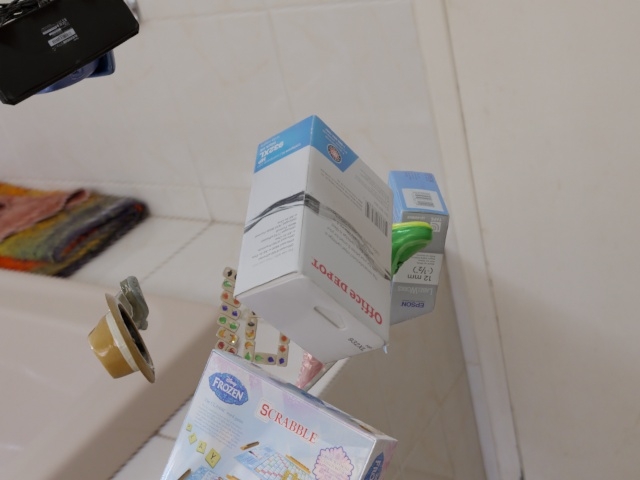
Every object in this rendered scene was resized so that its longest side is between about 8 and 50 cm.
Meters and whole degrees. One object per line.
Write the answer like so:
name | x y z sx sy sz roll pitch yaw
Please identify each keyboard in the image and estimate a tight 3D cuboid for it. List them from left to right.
keyboard | -0.290 -0.223 0.914 0.038 0.100 0.192 -12 24 49

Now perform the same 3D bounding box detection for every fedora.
fedora | -0.370 0.190 1.556 0.079 0.194 0.194 -28 29 -7

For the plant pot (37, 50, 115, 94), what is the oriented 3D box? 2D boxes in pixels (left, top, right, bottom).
plant pot | -0.510 -0.382 1.529 0.236 0.236 0.212 0 16 29

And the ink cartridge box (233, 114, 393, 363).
ink cartridge box | 0.000 0.000 1.321 0.129 0.223 0.307 -22 44 31

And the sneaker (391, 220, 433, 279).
sneaker | 0.103 0.069 1.667 0.295 0.109 0.123 -35 66 5

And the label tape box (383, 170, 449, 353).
label tape box | 0.197 0.046 1.932 0.115 0.348 0.249 3 24 -3

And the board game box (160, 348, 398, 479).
board game box | -0.087 0.361 1.213 0.318 0.318 0.066 22 -1 36

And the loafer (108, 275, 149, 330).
loafer | -0.485 0.174 2.151 0.087 0.251 0.094 -18 64 -18

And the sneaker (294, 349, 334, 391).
sneaker | -0.020 0.216 1.510 0.134 0.070 0.051 -46 -6 -6

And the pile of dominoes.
pile of dominoes | -0.170 0.190 2.201 0.196 0.251 0.040 5 -13 1

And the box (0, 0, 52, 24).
box | -0.336 -0.390 1.087 0.121 0.148 0.311 25 78 2
